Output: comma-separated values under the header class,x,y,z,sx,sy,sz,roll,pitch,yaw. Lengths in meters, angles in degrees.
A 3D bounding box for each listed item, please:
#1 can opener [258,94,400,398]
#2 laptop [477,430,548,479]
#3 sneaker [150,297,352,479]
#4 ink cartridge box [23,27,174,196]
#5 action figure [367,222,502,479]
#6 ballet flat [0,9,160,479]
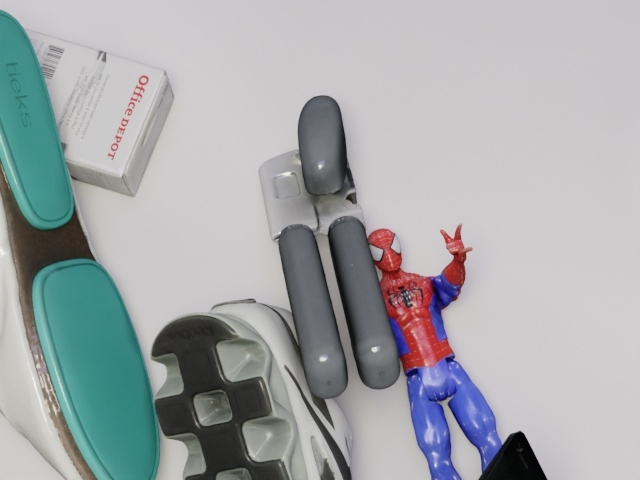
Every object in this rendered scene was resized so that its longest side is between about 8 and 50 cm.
class,x,y,z,sx,sy,sz,roll,pitch,yaw
can opener,0.000,0.000,1.107,0.074,0.093,0.280,-11,41,-1
laptop,0.058,0.289,1.008,0.264,0.234,0.136,-21,30,14
sneaker,-0.016,0.200,1.075,0.122,0.146,0.331,-8,94,28
ink cartridge box,-0.199,-0.104,1.214,0.135,0.056,0.099,18,73,9
action figure,0.091,0.104,1.095,0.091,0.139,0.280,-20,69,-6
ballet flat,-0.234,0.023,1.133,0.139,0.139,0.400,-18,86,-4
